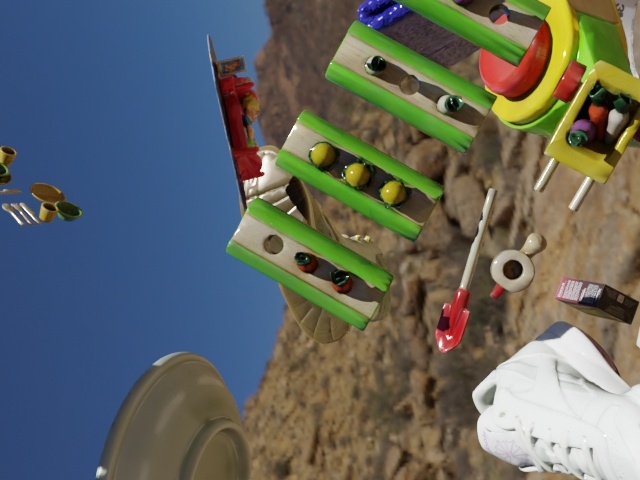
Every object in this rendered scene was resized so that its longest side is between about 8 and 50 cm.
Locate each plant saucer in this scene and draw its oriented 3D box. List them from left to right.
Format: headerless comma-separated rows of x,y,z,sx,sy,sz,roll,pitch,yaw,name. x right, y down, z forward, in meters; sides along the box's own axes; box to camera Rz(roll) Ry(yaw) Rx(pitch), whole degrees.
-0.192,0.372,1.525,0.400,0.101,0.400,4,-90,-69,plant saucer

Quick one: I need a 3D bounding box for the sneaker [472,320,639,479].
0.234,0.182,0.912,0.114,0.152,0.305,62,177,-17,sneaker

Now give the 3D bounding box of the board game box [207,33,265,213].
-0.069,-0.107,0.924,0.133,0.033,0.168,-107,5,-74,board game box

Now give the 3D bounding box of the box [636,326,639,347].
0.539,0.044,1.430,0.113,0.094,0.275,37,128,56,box

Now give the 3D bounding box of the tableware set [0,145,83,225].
-0.378,-0.072,1.306,0.154,0.024,0.104,42,-153,28,tableware set

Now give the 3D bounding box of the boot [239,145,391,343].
0.000,0.000,1.091,0.213,0.077,0.165,65,-157,7,boot

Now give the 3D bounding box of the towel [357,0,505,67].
0.196,-0.331,1.376,0.308,0.228,0.076,-1,-113,-65,towel

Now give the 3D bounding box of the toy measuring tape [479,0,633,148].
0.182,-0.193,0.855,0.121,0.121,0.330,68,-167,-57,toy measuring tape

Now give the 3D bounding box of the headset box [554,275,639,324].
0.329,0.071,1.219,0.083,0.062,0.032,9,76,61,headset box

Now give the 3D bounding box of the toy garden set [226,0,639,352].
0.082,-0.048,0.652,0.244,0.204,0.049,-61,-5,4,toy garden set

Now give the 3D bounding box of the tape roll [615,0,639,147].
0.376,-0.263,1.135,0.321,0.077,0.321,-176,90,-77,tape roll
